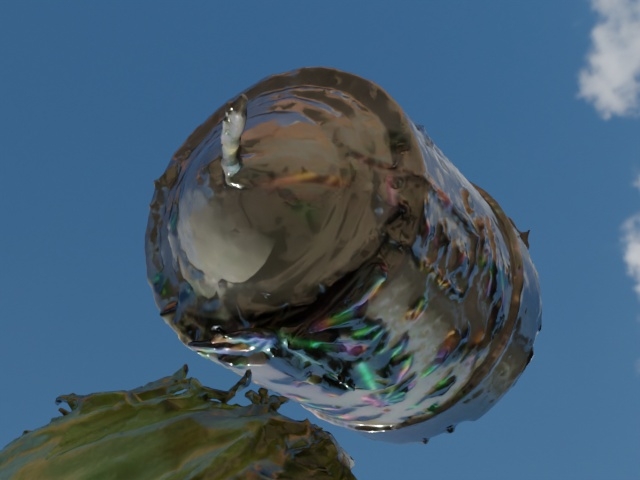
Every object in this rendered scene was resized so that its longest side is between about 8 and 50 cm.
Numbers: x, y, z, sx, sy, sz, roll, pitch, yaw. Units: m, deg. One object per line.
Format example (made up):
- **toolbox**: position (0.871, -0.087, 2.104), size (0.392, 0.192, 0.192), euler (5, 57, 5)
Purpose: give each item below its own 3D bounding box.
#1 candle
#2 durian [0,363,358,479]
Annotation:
- **candle**: position (0.000, 0.000, 0.608), size (0.330, 0.187, 0.187), euler (38, -114, -53)
- **durian**: position (-0.113, 0.201, 0.367), size (0.163, 0.198, 0.394), euler (32, -71, -22)
